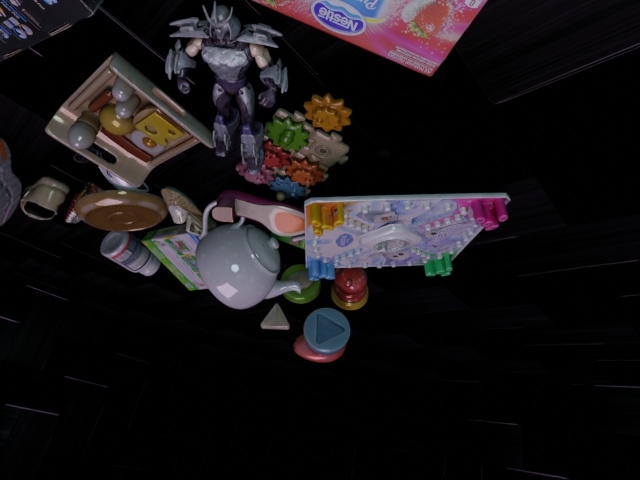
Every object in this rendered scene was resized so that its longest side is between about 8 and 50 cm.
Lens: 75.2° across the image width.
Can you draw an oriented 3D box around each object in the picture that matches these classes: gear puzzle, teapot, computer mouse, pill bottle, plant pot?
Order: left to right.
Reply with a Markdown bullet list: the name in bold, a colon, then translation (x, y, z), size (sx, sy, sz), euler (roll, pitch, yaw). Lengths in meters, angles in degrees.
- **computer mouse**: translation (-0.507, -0.162, 1.028), size (0.105, 0.042, 0.193), euler (-4, 148, 27)
- **plant pot**: translation (-0.532, -0.071, 1.126), size (0.236, 0.033, 0.236), euler (-10, 163, -3)
- **pill bottle**: translation (-0.633, 0.045, 1.404), size (0.107, 0.108, 0.180), euler (-1, 150, 25)
- **teapot**: translation (-0.198, 0.044, 1.120), size (0.187, 0.253, 0.256), euler (-32, 154, 14)
- **gear puzzle**: translation (-0.042, -0.168, 0.819), size (0.175, 0.044, 0.339), euler (24, 150, -22)

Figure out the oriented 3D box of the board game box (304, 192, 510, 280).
- **board game box**: translation (0.160, 0.010, 0.936), size (0.389, 0.051, 0.390), euler (-2, 158, -2)

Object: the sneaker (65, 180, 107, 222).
- **sneaker**: translation (-0.654, -0.089, 1.182), size (0.225, 0.088, 0.092), euler (-14, 147, 44)

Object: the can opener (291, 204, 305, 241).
- **can opener**: translation (0.047, -0.049, 0.962), size (0.280, 0.074, 0.093), euler (-10, 108, 28)

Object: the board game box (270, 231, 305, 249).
- **board game box**: translation (0.000, 0.000, 1.132), size (0.259, 0.039, 0.124), euler (18, 153, -15)

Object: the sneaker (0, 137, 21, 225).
- **sneaker**: translation (-0.907, -0.177, 1.077), size (0.179, 0.125, 0.321), euler (24, 131, -8)

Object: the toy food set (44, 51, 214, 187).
- **toy food set**: translation (-0.381, -0.211, 0.827), size (0.305, 0.093, 0.219), euler (-12, 144, 39)

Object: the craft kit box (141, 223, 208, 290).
- **craft kit box**: translation (-0.403, 0.059, 1.326), size (0.246, 0.061, 0.250), euler (-9, 130, 31)

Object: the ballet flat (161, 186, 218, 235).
- **ballet flat**: translation (-0.356, -0.062, 1.126), size (0.073, 0.067, 0.206), euler (-3, 148, 33)

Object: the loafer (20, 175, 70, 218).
- **loafer**: translation (-0.817, -0.106, 1.209), size (0.101, 0.092, 0.268), euler (31, 147, -32)

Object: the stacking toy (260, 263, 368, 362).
- **stacking toy**: translation (-0.012, 0.175, 1.224), size (0.279, 0.309, 0.130), euler (19, 146, 10)

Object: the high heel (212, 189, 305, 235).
- **high heel**: translation (-0.127, -0.075, 0.986), size (0.243, 0.117, 0.082), euler (3, 121, 3)

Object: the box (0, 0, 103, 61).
- **box**: translation (-0.489, -0.398, 0.540), size (0.293, 0.074, 0.295), euler (-5, 148, 28)

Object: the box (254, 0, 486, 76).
- **box**: translation (0.041, -0.303, 0.438), size (0.256, 0.128, 0.123), euler (18, 152, -11)

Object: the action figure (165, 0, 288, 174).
- **action figure**: translation (-0.140, -0.242, 0.669), size (0.185, 0.099, 0.285), euler (16, 150, 7)
